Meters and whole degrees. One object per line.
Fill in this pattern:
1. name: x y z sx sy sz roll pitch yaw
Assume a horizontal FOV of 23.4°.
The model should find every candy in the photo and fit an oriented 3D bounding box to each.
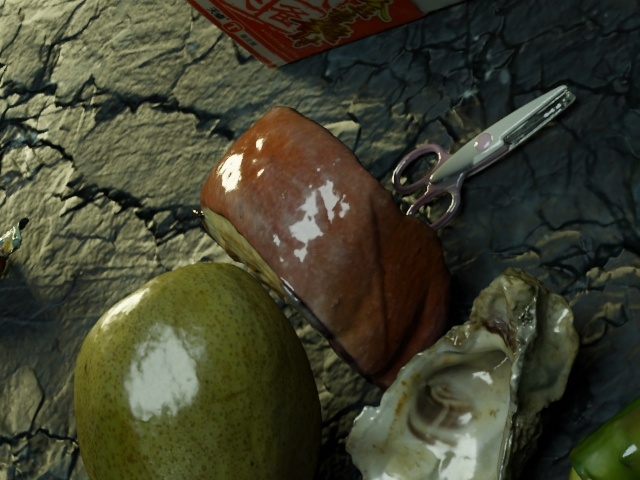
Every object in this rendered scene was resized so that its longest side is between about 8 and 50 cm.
1. candy: -0.356 0.020 1.582 0.182 0.046 0.053 -24 60 32

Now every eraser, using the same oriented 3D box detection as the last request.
1. eraser: 0.004 -0.231 1.352 0.230 0.157 0.038 -15 58 31

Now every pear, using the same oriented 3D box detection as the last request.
1. pear: -0.094 0.140 1.222 0.211 0.188 0.228 65 154 18

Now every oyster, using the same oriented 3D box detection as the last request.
1. oyster: 0.119 0.128 1.153 0.161 0.107 0.233 37 112 36

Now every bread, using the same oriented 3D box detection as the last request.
1. bread: -0.006 -0.008 1.246 0.123 0.190 0.244 -45 45 -6

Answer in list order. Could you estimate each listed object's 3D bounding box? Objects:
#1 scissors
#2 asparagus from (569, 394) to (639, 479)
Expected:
1. scissors: 0.134 -0.074 1.272 0.176 0.022 0.085 -34 48 23
2. asparagus: 0.290 0.091 1.042 0.343 0.085 0.082 -41 27 17
